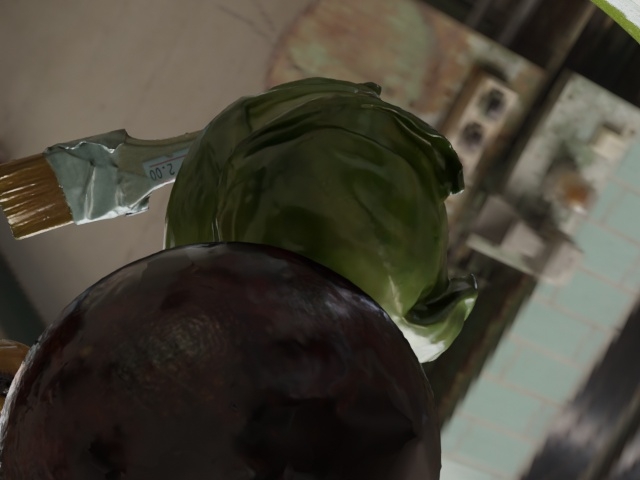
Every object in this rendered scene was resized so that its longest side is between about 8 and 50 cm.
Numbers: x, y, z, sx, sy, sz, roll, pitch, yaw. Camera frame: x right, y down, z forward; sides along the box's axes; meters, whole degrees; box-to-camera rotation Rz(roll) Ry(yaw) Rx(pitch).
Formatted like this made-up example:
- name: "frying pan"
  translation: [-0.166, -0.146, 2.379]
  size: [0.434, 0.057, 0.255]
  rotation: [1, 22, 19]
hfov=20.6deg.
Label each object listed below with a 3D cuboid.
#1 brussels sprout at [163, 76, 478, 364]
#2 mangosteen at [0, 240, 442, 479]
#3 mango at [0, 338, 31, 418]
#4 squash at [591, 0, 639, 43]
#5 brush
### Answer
- name: "brussels sprout"
  translation: [-0.001, 0.001, 1.353]
  size: [0.259, 0.227, 0.294]
  rotation: [-106, -150, -56]
- name: "mangosteen"
  translation: [-0.060, 0.151, 1.119]
  size: [0.311, 0.311, 0.311]
  rotation: [-29, -131, 41]
- name: "mango"
  translation: [-0.342, 0.161, 1.655]
  size: [0.253, 0.138, 0.113]
  rotation: [-22, -95, 39]
- name: "squash"
  translation: [0.168, -0.169, 0.953]
  size: [0.095, 0.188, 0.095]
  rotation: [-32, -138, 34]
- name: "brush"
  translation: [-0.113, -0.074, 1.499]
  size: [0.336, 0.085, 0.020]
  rotation: [-16, -154, 2]
